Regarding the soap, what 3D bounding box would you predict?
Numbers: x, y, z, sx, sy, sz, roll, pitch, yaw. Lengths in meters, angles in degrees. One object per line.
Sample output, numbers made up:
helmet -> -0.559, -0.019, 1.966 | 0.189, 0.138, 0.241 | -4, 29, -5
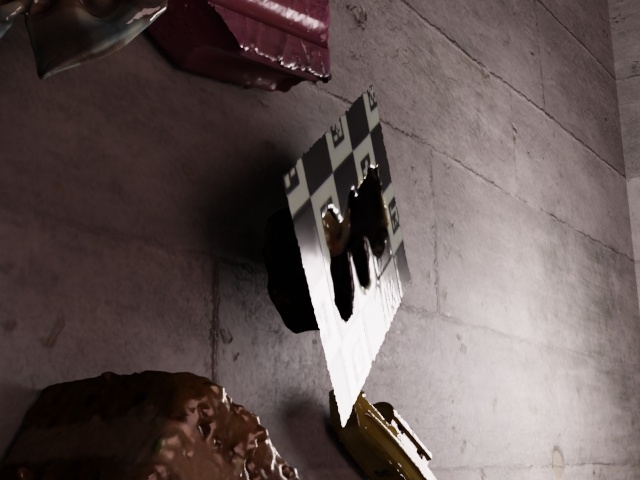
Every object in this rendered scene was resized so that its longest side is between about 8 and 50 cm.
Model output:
soap -> -0.105, -0.274, 1.031 | 0.289, 0.112, 0.182 | 6, 76, -56

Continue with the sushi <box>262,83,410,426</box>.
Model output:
sushi -> 0.000, 0.000, 1.148 | 0.373, 0.100, 0.296 | -56, 137, -60

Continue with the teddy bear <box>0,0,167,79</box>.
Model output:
teddy bear -> -0.186, -0.373, 0.762 | 0.362, 0.327, 0.375 | -81, -178, -58

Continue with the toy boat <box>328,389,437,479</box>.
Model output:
toy boat -> 0.081, 0.259, 1.216 | 0.226, 0.068, 0.088 | 53, 36, -30

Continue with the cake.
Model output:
cake -> -0.165, 0.261, 0.721 | 0.196, 0.199, 0.293 | 61, 38, -31
